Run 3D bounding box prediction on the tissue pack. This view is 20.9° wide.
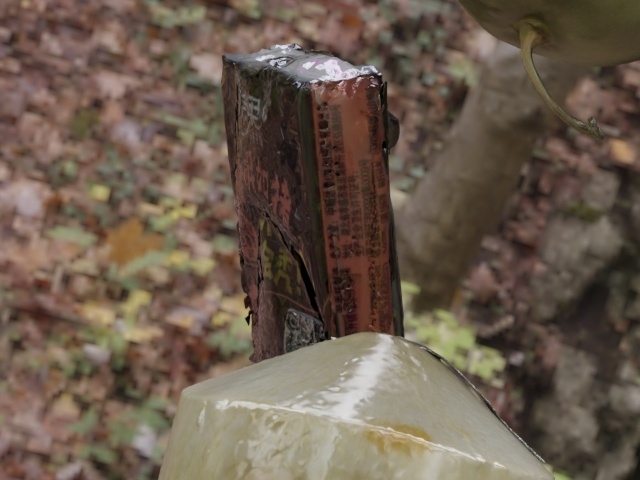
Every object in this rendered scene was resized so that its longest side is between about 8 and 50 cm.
[{"bbox_3d":[0.001,-0.016,1.647,0.123,0.332,0.245,-11,16,-22],"label":"tissue pack"}]

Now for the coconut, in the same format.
[{"bbox_3d":[0.018,0.218,1.275,0.323,0.323,0.323,15,15,-4],"label":"coconut"}]

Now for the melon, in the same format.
[{"bbox_3d":[0.218,-0.277,1.365,0.271,0.272,0.308,23,54,26],"label":"melon"}]
